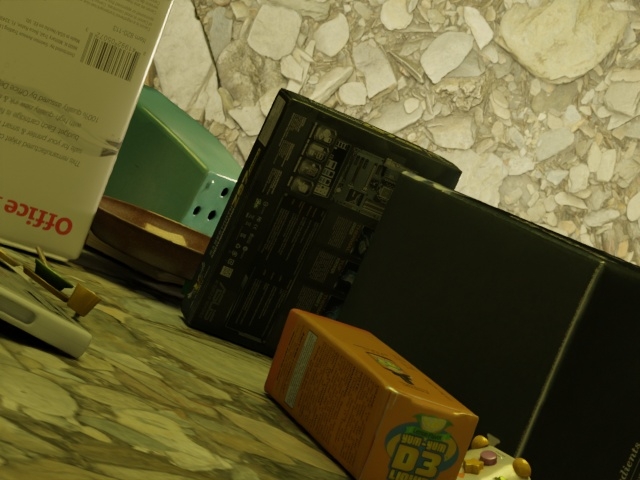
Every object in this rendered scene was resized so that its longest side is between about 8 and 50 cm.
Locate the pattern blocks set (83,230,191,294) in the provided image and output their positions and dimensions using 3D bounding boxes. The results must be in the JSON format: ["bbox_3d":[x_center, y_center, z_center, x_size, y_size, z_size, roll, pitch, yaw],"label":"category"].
[{"bbox_3d":[-0.204,0.008,1.837,0.324,0.026,0.285,26,5,42],"label":"pattern blocks set"}]

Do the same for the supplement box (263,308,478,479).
[{"bbox_3d":[0.032,0.120,1.285,0.078,0.080,0.233,19,3,-21],"label":"supplement box"}]

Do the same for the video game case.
[{"bbox_3d":[-0.274,0.009,1.223,0.183,0.023,0.201,32,-2,-34],"label":"video game case"}]

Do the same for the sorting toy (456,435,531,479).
[{"bbox_3d":[0.109,0.180,1.268,0.083,0.045,0.075,26,24,39],"label":"sorting toy"}]

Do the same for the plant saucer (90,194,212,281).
[{"bbox_3d":[-0.155,0.004,1.716,0.198,0.036,0.198,23,5,-2],"label":"plant saucer"}]

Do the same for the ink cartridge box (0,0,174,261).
[{"bbox_3d":[-0.285,-0.147,1.592,0.207,0.283,0.117,20,1,-42],"label":"ink cartridge box"}]

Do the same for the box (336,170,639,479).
[{"bbox_3d":[0.251,0.123,1.541,0.395,0.212,0.293,20,6,-35],"label":"box"}]

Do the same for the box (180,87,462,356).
[{"bbox_3d":[0.000,0.000,1.592,0.183,0.233,0.059,22,10,-18],"label":"box"}]

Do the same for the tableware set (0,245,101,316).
[{"bbox_3d":[-0.236,0.006,1.330,0.154,0.024,0.104,37,-5,-5],"label":"tableware set"}]

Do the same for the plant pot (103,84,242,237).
[{"bbox_3d":[-0.214,-0.085,2.161,0.234,0.165,0.165,34,9,30],"label":"plant pot"}]
